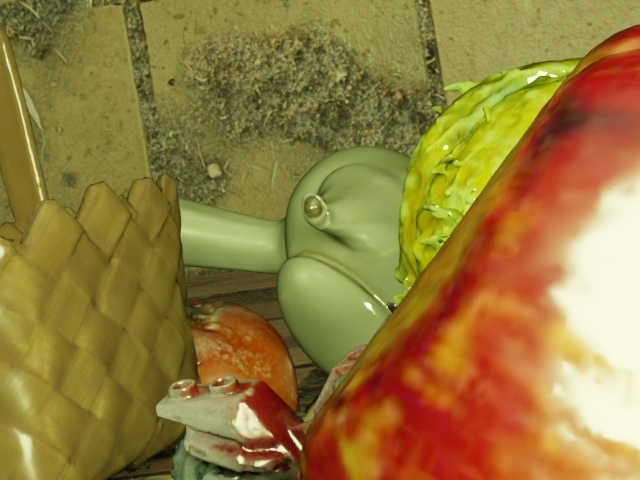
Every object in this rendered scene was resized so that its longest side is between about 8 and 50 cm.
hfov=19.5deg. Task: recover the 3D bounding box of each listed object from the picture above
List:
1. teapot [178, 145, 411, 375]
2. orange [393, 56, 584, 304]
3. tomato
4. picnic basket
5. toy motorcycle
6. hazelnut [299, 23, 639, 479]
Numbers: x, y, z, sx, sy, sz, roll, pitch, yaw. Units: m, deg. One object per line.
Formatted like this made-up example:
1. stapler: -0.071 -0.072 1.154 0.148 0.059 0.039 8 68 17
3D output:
1. teapot: 0.017 0.029 1.462 0.149 0.220 0.318 -43 18 -23
2. orange: 0.192 0.012 1.019 0.300 0.223 0.301 -2 10 -7
3. tomato: -0.124 0.099 1.388 0.237 0.095 0.237 -7 3 0
4. picnic basket: -0.242 0.016 1.149 0.291 0.321 0.254 -12 4 27
5. toy motorcycle: 0.009 0.091 0.939 0.213 0.122 0.082 -8 16 27
6. hazelnut: 0.118 0.056 0.527 0.218 0.234 0.218 33 -12 8
